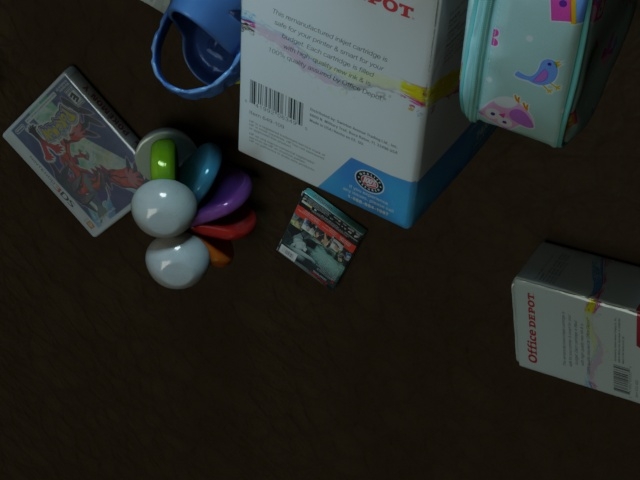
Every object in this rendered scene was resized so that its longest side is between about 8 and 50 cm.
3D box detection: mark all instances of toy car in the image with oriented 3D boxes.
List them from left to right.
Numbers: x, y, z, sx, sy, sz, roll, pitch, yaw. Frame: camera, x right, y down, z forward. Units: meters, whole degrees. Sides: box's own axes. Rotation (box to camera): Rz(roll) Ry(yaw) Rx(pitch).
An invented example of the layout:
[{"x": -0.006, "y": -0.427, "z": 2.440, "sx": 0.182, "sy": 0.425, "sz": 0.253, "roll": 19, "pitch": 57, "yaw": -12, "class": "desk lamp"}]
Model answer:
[{"x": -0.144, "y": -0.042, "z": 1.770, "sx": 0.136, "sy": 0.159, "sz": 0.182, "roll": -8, "pitch": 127, "yaw": 3, "class": "toy car"}]

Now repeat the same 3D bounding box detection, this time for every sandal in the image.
[{"x": -0.098, "y": -0.257, "z": 1.517, "sx": 0.126, "sy": 0.138, "sz": 0.317, "roll": 27, "pitch": 137, "yaw": 16, "class": "sandal"}]

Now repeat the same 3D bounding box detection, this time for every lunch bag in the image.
[{"x": 0.196, "y": -0.231, "z": 1.187, "sx": 0.108, "sy": 0.279, "sz": 0.224, "roll": 16, "pitch": 136, "yaw": 14, "class": "lunch bag"}]

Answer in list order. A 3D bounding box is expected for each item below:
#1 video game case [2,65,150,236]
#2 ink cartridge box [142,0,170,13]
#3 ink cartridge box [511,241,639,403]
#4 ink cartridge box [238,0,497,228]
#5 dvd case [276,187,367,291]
[{"x": -0.300, "y": -0.108, "z": 1.915, "sx": 0.183, "sy": 0.023, "sz": 0.201, "roll": 49, "pitch": 141, "yaw": -8, "class": "video game case"}, {"x": -0.227, "y": -0.366, "z": 1.610, "sx": 0.232, "sy": 0.066, "sz": 0.189, "roll": 25, "pitch": 143, "yaw": -12, "class": "ink cartridge box"}, {"x": 0.293, "y": 0.087, "z": 1.554, "sx": 0.175, "sy": 0.072, "sz": 0.127, "roll": 17, "pitch": 135, "yaw": 29, "class": "ink cartridge box"}, {"x": 0.057, "y": -0.197, "z": 1.391, "sx": 0.198, "sy": 0.197, "sz": 0.270, "roll": 26, "pitch": 139, "yaw": 20, "class": "ink cartridge box"}, {"x": 0.000, "y": 0.000, "z": 1.770, "sx": 0.087, "sy": 0.013, "sz": 0.119, "roll": 36, "pitch": 140, "yaw": 8, "class": "dvd case"}]
